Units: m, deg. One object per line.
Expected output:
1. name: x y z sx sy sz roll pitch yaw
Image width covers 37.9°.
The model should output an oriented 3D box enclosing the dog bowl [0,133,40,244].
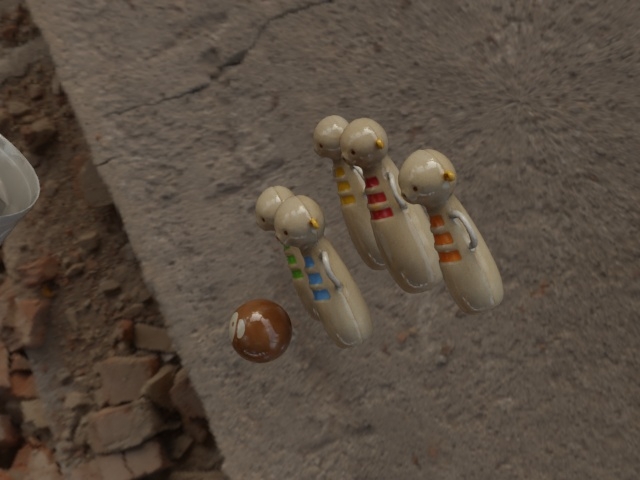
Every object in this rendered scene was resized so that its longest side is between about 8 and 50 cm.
1. dog bowl: -0.480 -0.075 0.973 0.348 0.349 0.102 31 108 6

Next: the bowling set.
1. bowling set: 0.000 0.000 0.757 0.200 0.287 0.154 -28 103 -13
